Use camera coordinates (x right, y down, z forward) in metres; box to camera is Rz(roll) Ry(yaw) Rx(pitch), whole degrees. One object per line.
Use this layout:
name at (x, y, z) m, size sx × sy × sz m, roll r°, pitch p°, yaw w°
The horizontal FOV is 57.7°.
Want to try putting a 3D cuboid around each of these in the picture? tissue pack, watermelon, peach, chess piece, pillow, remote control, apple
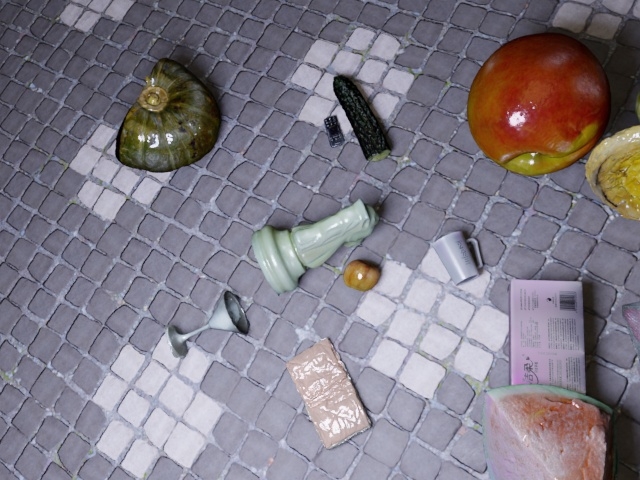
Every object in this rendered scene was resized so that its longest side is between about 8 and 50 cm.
tissue pack at (0.470, 0.210, 1.225) m, size 0.149 × 0.092 × 0.246 m, roll 2°, pitch 72°, yaw 14°
watermelon at (0.476, 0.449, 1.091) m, size 0.222 × 0.292 × 0.319 m, roll -19°, pitch 32°, yaw -16°
peach at (0.483, -0.313, 1.306) m, size 0.308 × 0.307 × 0.332 m, roll 5°, pitch 62°, yaw 16°
chess piece at (0.000, 0.000, 1.379) m, size 0.298 × 0.176 × 0.175 m, roll -23°, pitch 67°, yaw 7°
pillow at (0.015, 0.346, 1.326) m, size 0.126 × 0.043 × 0.232 m, roll -28°, pitch 64°, yaw -2°
remote control at (0.036, -0.292, 1.561) m, size 0.039 × 0.014 × 0.096 m, roll -18°, pitch 66°, yaw 8°
apple at (0.096, 0.084, 1.378) m, size 0.084 × 0.084 × 0.071 m, roll 23°, pitch 105°, yaw 21°

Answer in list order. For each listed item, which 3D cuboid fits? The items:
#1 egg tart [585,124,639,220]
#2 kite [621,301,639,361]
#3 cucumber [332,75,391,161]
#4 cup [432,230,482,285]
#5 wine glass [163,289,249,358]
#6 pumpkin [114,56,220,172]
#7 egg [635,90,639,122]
egg tart at (0.713, -0.153, 1.208) m, size 0.291 × 0.290 × 0.107 m, roll 21°, pitch 58°, yaw 20°
kite at (0.732, 0.283, 1.171) m, size 0.204 × 0.022 × 0.360 m, roll 0°, pitch 67°, yaw 14°
cucumber at (0.099, -0.332, 1.527) m, size 0.072 × 0.072 × 0.300 m, roll -26°, pitch 67°, yaw 5°
cup at (0.328, 0.037, 1.345) m, size 0.104 × 0.074 × 0.116 m, roll -15°, pitch 69°, yaw -22°
wine glass at (-0.280, 0.210, 1.413) m, size 0.183 × 0.122 × 0.122 m, roll -25°, pitch 67°, yaw 7°
pumpkin at (-0.397, -0.312, 1.600) m, size 0.232 × 0.242 × 0.324 m, roll 26°, pitch 73°, yaw -8°
egg at (0.830, -0.284, 1.233) m, size 0.290 × 0.238 × 0.238 m, roll 23°, pitch 77°, yaw 45°
